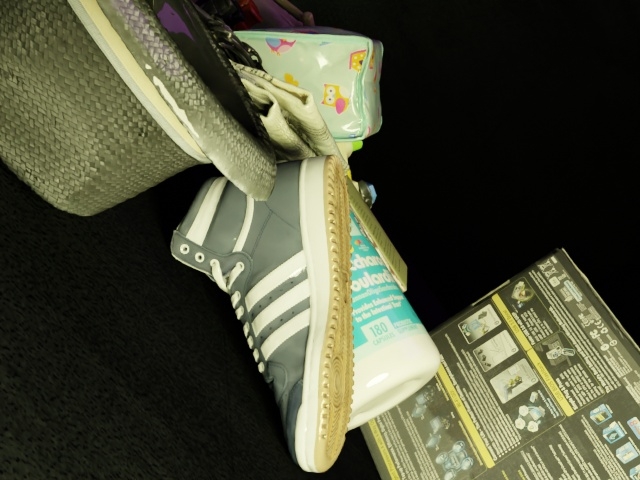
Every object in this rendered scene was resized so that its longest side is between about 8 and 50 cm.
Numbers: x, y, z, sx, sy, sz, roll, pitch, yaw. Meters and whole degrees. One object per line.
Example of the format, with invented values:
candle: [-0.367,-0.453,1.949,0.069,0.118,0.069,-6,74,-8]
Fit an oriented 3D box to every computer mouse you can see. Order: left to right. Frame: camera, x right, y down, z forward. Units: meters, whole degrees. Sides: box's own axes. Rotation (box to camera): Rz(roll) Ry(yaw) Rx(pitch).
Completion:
computer mouse: [-0.160,-0.238,1.305,0.272,0.072,0.188,42,2,31]

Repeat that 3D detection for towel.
towel: [-0.125,-0.173,1.160,0.312,0.056,0.324,32,0,14]

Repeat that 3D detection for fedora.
fedora: [-0.172,-0.137,0.780,0.334,0.152,0.334,56,7,-10]

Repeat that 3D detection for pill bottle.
pill bottle: [-0.003,0.050,1.136,0.264,0.146,0.146,59,7,17]

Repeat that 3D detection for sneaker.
sneaker: [-0.053,0.065,1.015,0.099,0.153,0.282,45,43,-70]

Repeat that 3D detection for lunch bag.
lunch bag: [-0.055,-0.200,1.482,0.223,0.262,0.160,-51,142,-80]

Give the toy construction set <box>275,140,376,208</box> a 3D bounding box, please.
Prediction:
toy construction set: [0.010,-0.048,1.705,0.215,0.151,0.328,32,-30,55]

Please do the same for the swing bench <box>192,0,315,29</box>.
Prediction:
swing bench: [-0.095,-0.322,1.936,0.253,0.165,0.254,44,0,32]

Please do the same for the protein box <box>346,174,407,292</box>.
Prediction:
protein box: [0.000,0.000,1.431,0.201,0.136,0.200,57,7,-3]

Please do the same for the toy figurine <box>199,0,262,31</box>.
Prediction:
toy figurine: [-0.207,-0.370,1.705,0.213,0.148,0.209,58,12,-7]

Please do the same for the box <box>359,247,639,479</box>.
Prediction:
box: [0.223,0.220,1.216,0.097,0.318,0.395,53,7,-35]
